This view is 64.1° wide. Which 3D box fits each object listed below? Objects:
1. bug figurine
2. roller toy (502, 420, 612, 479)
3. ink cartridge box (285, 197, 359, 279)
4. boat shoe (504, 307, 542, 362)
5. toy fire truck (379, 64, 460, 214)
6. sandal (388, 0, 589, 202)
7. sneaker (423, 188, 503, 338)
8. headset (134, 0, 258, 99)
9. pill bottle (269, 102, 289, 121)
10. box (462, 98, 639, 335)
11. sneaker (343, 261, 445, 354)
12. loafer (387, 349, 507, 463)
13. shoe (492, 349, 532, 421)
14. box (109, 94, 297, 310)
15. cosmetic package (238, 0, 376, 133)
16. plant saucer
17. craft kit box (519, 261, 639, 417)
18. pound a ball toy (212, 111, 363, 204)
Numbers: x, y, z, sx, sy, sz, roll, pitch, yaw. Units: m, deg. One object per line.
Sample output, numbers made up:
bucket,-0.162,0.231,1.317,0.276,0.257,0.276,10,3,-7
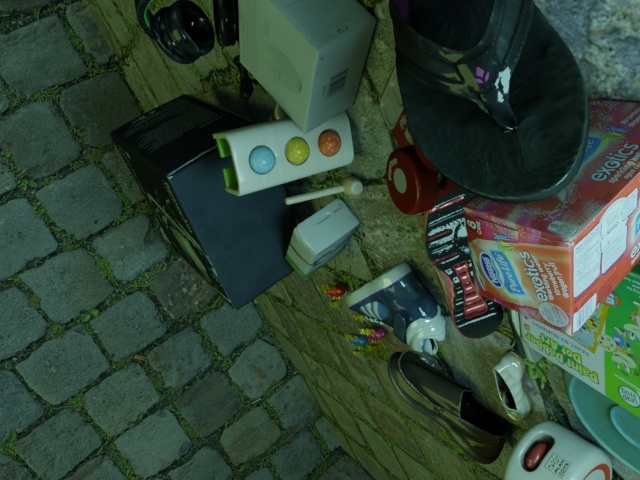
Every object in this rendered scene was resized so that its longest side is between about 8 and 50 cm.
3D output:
bug figurine,0.113,0.247,1.647,0.216,0.072,0.279,-1,117,59
roller toy,0.473,0.475,1.012,0.146,0.209,0.191,23,110,53
ink cartridge box,0.000,0.000,1.394,0.093,0.160,0.219,50,160,10
boat shoe,0.359,0.140,0.935,0.065,0.075,0.206,22,146,51
toy fire truck,0.177,-0.199,0.735,0.302,0.169,0.254,110,141,-64
sandal,0.128,-0.243,0.522,0.167,0.107,0.446,-24,70,29
sneaker,0.247,0.030,0.966,0.136,0.115,0.314,-107,0,-71
headset,-0.245,-0.461,1.152,0.394,0.243,0.186,17,-117,-77
pill bottle,-0.076,-0.288,1.222,0.086,0.086,0.152,58,168,-6
box,0.287,-0.038,0.559,0.122,0.256,0.128,27,146,47
sneaker,0.195,0.202,1.310,0.236,0.130,0.323,58,154,7
loafer,0.342,0.409,1.345,0.366,0.133,0.130,39,132,16
shoe,0.413,0.330,1.121,0.076,0.058,0.219,30,147,50
box,-0.330,-0.132,1.540,0.471,0.297,0.480,30,148,45
cosmetic package,-0.036,-0.368,0.949,0.225,0.138,0.224,49,159,14
plant saucer,0.533,0.300,0.836,0.317,0.043,0.318,45,157,26
craft kit box,0.399,0.106,0.752,0.250,0.060,0.247,36,150,58
pound a ball toy,-0.042,-0.160,1.092,0.135,0.319,0.208,21,125,58
